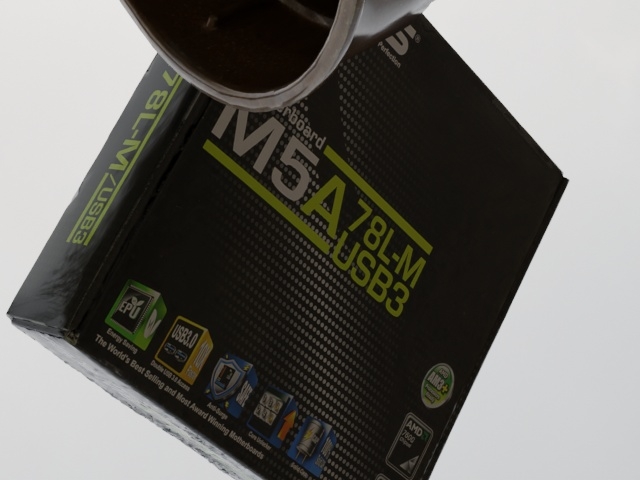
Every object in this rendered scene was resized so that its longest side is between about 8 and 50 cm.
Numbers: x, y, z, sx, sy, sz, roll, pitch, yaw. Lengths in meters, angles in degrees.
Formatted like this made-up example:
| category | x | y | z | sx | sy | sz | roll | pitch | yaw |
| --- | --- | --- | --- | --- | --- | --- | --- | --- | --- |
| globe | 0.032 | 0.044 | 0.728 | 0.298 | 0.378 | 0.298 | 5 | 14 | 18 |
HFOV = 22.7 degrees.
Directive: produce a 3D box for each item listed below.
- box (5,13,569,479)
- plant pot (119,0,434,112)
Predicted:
| category | x | y | z | sx | sy | sz | roll | pitch | yaw |
| --- | --- | --- | --- | --- | --- | --- | --- | --- | --- |
| box | 0.000 | 0.000 | 0.603 | 0.191 | 0.045 | 0.184 | 43 | -111 | -38 |
| plant pot | 0.026 | -0.142 | 0.453 | 0.165 | 0.167 | 0.167 | -25 | -98 | -26 |
